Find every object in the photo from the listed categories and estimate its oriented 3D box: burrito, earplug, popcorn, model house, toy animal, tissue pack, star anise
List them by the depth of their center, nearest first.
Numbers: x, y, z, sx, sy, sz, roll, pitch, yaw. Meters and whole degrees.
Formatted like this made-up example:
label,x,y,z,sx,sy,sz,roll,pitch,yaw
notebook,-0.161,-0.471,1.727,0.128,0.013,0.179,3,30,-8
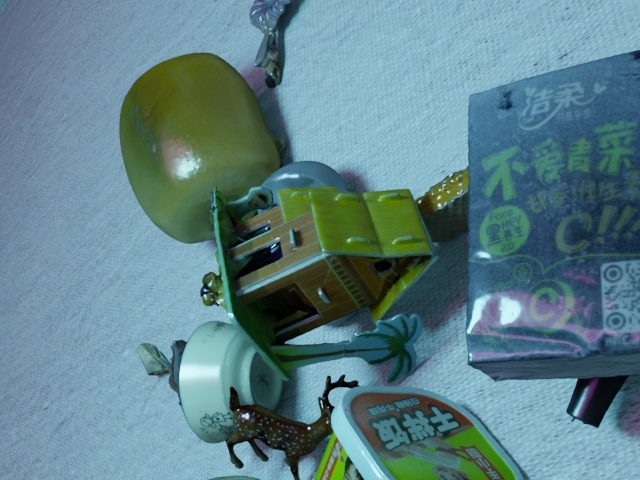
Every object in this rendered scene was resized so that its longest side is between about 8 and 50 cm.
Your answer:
label,x,y,z,sx,sy,sz,roll,pitch,yaw
tissue pack,0.332,-0.030,1.105,0.288,0.124,0.394,-9,65,29
model house,0.039,0.049,1.459,0.323,0.340,0.300,-25,44,12
toy animal,-0.051,0.336,1.559,0.087,0.243,0.260,-79,-1,-54
earplug,-0.009,-0.001,1.653,0.214,0.175,0.326,-32,63,37
popcorn,-0.146,0.068,1.812,0.168,0.173,0.195,12,76,31
star anise,-0.257,0.298,1.862,0.198,0.110,0.257,60,155,14
burrito,-0.404,0.291,2.125,0.055,0.041,0.149,-56,38,0

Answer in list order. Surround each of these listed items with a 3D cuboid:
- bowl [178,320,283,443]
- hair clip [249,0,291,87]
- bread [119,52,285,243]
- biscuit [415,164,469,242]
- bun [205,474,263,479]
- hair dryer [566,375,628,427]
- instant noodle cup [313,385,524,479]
label,x,y,z,sx,sy,sz,roll,pitch,yaw
bowl,-0.156,0.268,1.687,0.126,0.237,0.238,-8,69,28
hair clip,-0.113,-0.506,2.042,0.173,0.069,0.300,-13,66,49
bread,-0.292,-0.210,1.966,0.348,0.253,0.376,-41,56,32
biscuit,0.283,-0.098,1.367,0.378,0.094,0.054,-33,46,39
bun,-0.183,0.586,1.583,0.362,0.234,0.326,-33,47,32
hair dryer,0.350,0.117,1.223,0.236,0.091,0.271,-66,24,0
instant noodle cup,0.100,0.412,1.283,0.294,0.293,0.308,51,124,48
